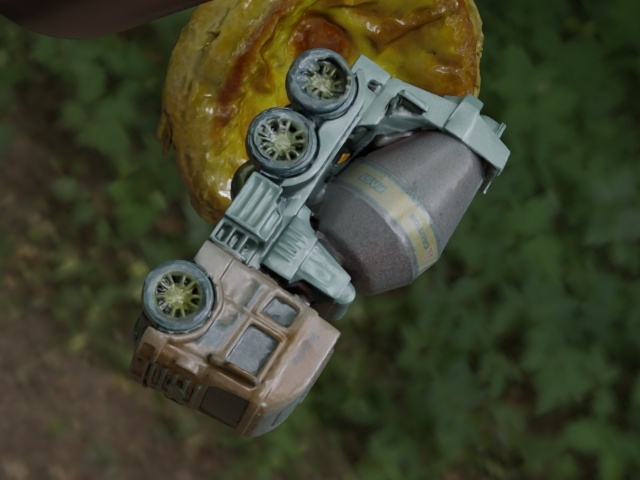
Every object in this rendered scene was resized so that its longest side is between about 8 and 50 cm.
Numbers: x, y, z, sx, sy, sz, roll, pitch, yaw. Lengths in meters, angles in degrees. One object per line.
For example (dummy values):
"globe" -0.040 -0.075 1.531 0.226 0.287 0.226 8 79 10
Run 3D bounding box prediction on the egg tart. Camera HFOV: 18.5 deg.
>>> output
"egg tart" -0.007 -0.130 1.524 0.116 0.295 0.295 39 -8 46

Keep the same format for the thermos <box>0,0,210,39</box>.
"thermos" -0.024 -0.179 0.708 0.146 0.265 0.176 -4 86 -42

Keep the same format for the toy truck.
"toy truck" 0.000 0.000 1.177 0.140 0.257 0.108 32 -20 2
